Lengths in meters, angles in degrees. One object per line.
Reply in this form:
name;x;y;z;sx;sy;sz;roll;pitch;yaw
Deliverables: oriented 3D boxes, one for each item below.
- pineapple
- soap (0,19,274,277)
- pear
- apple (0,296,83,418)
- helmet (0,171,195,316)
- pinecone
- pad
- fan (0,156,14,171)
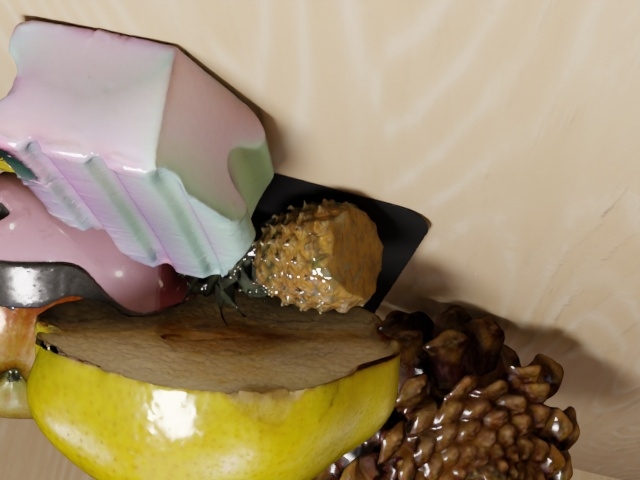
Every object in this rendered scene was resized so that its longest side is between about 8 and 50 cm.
pineapple;-0.054;0.024;1.329;0.251;0.125;0.125;-3;159;43
soap;-0.143;-0.061;1.135;0.193;0.109;0.324;13;165;7
pear;-0.114;0.177;1.408;0.386;0.191;0.340;3;-165;-11
apple;-0.403;0.114;1.809;0.277;0.250;0.309;1;164;20
helmet;-0.264;-0.007;1.412;0.253;0.154;0.198;-11;-161;-25
pinecone;0.118;0.245;1.721;0.384;0.384;0.384;13;167;3
pad;0.001;0.001;1.457;0.315;0.063;0.375;16;156;-5
fan;-0.358;-0.101;1.350;0.155;0.039;0.082;8;166;24
